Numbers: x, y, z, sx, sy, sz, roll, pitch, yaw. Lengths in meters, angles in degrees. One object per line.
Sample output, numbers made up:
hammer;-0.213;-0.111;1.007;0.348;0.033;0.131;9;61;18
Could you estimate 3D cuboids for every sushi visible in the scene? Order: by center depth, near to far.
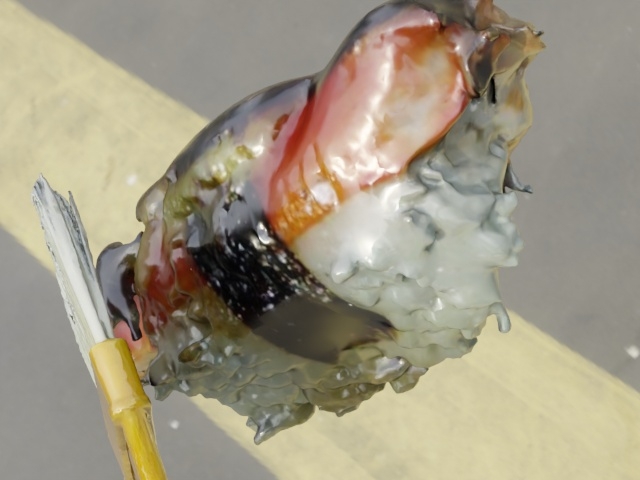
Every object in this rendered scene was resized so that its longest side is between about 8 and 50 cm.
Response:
sushi;0.002;0.003;0.457;0.226;0.097;0.103;-34;69;45

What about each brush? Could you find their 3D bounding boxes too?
brush;-0.032;0.118;0.386;0.013;0.103;0.272;-18;71;-11
